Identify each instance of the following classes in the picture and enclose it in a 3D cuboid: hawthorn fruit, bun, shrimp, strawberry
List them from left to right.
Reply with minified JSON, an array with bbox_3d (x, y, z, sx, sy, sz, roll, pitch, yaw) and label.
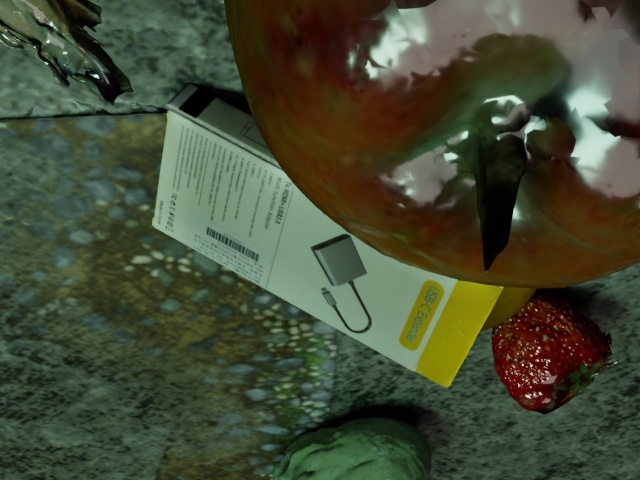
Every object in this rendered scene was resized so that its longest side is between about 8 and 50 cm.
[{"bbox_3d":[-0.140,-0.174,0.577,0.152,0.046,0.219,-32,120,9],"label":"shrimp"},{"bbox_3d":[0.013,0.254,1.106,0.126,0.204,0.212,31,100,-4],"label":"bun"},{"bbox_3d":[0.087,-0.101,0.524,0.267,0.301,0.268,3,146,2],"label":"hawthorn fruit"},{"bbox_3d":[0.187,0.092,0.956,0.106,0.106,0.106,-2,142,-1],"label":"strawberry"}]

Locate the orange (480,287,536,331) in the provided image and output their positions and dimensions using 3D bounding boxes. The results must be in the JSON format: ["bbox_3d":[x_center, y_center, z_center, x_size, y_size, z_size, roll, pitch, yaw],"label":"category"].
[{"bbox_3d":[0.092,0.015,0.837,0.170,0.112,0.160,-19,141,38],"label":"orange"}]

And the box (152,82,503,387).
[{"bbox_3d":[0.000,0.000,0.771,0.247,0.033,0.129,29,140,8],"label":"box"}]
